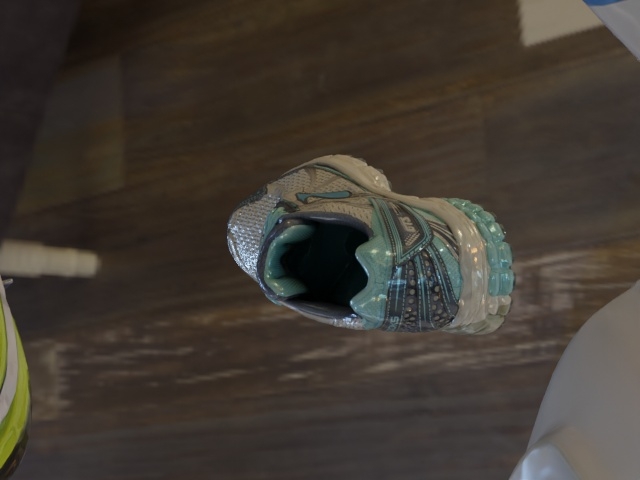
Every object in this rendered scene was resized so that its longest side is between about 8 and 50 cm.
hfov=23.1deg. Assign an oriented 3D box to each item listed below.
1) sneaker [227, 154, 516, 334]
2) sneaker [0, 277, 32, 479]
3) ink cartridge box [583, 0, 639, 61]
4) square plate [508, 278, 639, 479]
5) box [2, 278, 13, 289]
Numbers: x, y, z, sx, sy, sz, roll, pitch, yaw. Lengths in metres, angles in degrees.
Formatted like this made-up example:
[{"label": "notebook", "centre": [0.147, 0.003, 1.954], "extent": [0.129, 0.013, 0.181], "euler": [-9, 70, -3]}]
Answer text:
[{"label": "sneaker", "centre": [0.000, 0.000, 1.058], "extent": [0.283, 0.122, 0.110], "euler": [9, 101, 56]}, {"label": "sneaker", "centre": [-0.162, -0.067, 0.459], "extent": [0.300, 0.111, 0.121], "euler": [59, 155, 18]}, {"label": "ink cartridge box", "centre": [0.194, -0.174, 0.539], "extent": [0.166, 0.395, 0.285], "euler": [-15, 62, 30]}, {"label": "square plate", "centre": [0.064, 0.203, 0.394], "extent": [0.347, 0.049, 0.344], "euler": [-111, 34, -78]}, {"label": "box", "centre": [-0.239, 0.065, 0.760], "extent": [0.109, 0.178, 0.042], "euler": [152, 103, -67]}]
